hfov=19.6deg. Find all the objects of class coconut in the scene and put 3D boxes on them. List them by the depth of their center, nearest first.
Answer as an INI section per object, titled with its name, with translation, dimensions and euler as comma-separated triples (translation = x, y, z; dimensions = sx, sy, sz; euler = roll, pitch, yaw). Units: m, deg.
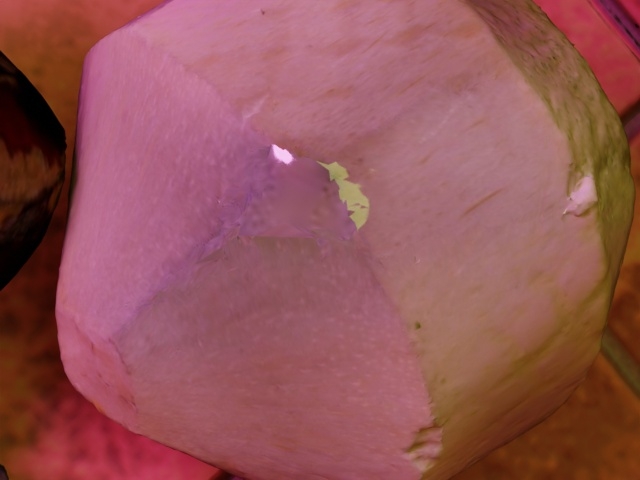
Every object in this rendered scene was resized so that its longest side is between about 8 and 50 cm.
[coconut]
translation = 0.000, 0.000, 0.811
dimensions = 0.259, 0.259, 0.259
euler = 6, 73, -20

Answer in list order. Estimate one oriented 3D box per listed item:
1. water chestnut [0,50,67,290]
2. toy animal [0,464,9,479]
[water chestnut]
translation = -0.208, -0.059, 0.753
dimensions = 0.224, 0.223, 0.238
euler = 35, 96, -9
[toy animal]
translation = -0.207, 0.142, 0.751
dimensions = 0.148, 0.084, 0.233
euler = 29, 36, 31
